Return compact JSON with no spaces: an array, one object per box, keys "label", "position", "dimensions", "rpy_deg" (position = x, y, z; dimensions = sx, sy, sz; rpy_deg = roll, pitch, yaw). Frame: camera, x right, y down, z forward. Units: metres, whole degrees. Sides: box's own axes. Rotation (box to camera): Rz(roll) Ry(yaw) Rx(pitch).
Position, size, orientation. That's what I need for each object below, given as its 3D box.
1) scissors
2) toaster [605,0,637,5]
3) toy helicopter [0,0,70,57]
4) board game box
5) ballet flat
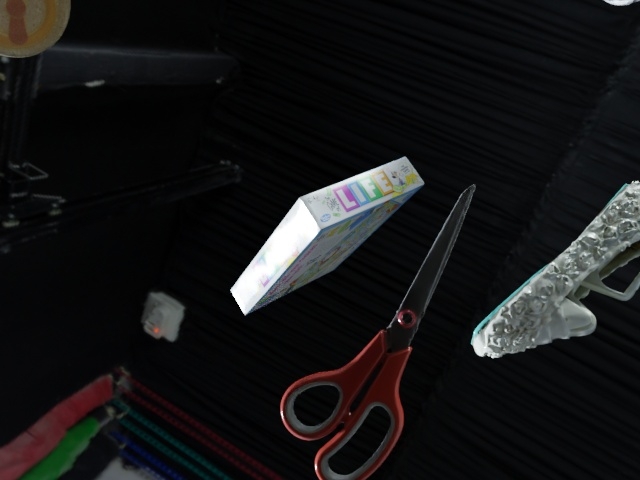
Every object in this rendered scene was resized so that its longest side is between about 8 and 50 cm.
[{"label":"scissors","position":[0.079,0.093,0.534],"dimensions":[0.297,0.109,0.021],"rpy_deg":[-50,-16,4]},{"label":"toaster","position":[0.255,-0.304,0.467],"dimensions":[0.146,0.129,0.227],"rpy_deg":[41,-139,-47]},{"label":"toy helicopter","position":[-0.165,-0.296,0.413],"dimensions":[0.355,0.140,0.235],"rpy_deg":[-53,-33,8]},{"label":"board game box","position":[0.000,0.000,0.456],"dimensions":[0.103,0.026,0.154],"rpy_deg":[-25,-13,-36]},{"label":"ballet flat","position":[0.432,0.070,0.964],"dimensions":[0.409,0.147,0.147],"rpy_deg":[-44,-14,-1]}]
